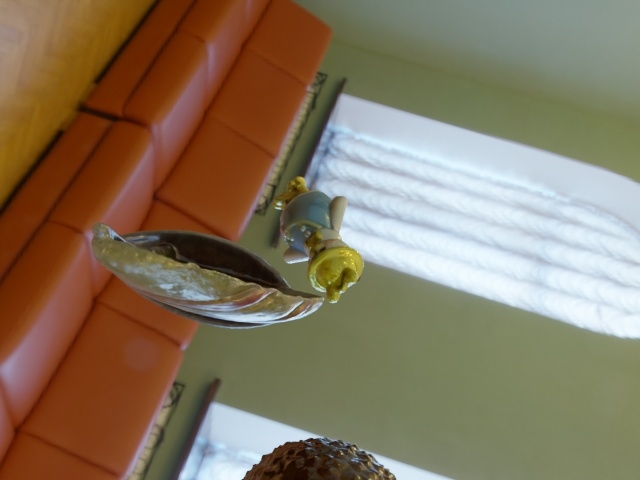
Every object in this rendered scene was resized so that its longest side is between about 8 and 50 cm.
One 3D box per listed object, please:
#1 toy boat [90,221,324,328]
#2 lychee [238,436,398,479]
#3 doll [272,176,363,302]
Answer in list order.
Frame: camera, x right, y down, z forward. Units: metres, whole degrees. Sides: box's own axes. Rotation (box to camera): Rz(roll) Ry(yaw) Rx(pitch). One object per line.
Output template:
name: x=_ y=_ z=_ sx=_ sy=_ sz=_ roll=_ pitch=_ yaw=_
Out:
toy boat: x=-0.132 y=0.051 z=0.865 sx=0.293 sy=0.276 sz=0.111 roll=-168 pitch=-85 yaw=-76
lychee: x=0.003 y=0.353 z=0.849 sx=0.260 sy=0.261 sz=0.260 roll=17 pitch=90 yaw=-86
doll: x=0.000 y=-0.001 z=1.195 sx=0.098 sy=0.135 sz=0.241 roll=69 pitch=-5 yaw=-47
